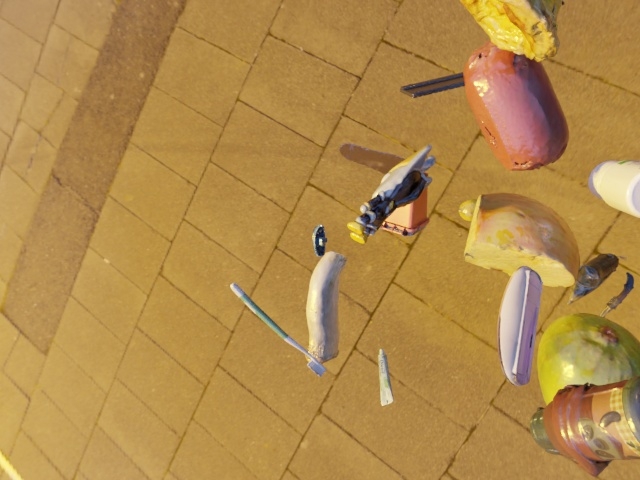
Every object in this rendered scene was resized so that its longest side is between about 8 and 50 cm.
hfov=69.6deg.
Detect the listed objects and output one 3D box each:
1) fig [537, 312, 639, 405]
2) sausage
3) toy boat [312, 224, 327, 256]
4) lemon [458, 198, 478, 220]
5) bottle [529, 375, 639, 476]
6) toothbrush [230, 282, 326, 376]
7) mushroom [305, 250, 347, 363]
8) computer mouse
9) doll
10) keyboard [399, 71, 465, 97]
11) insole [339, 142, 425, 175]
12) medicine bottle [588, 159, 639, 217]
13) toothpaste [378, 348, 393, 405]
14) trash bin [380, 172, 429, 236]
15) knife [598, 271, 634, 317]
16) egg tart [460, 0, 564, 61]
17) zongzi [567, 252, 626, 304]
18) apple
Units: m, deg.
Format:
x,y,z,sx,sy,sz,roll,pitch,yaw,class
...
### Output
x,y,z,sx,sy,sz,roll,pitch,yaw,class
0.719,0.365,1.246,0.258,0.258,0.326,12,119,24,fig
0.388,-0.269,0.918,0.152,0.152,0.280,-24,103,23,sausage
0.000,0.000,1.920,0.060,0.060,0.137,10,104,50,toy boat
0.560,-0.111,1.703,0.110,0.082,0.082,-9,90,-21,lemon
0.506,0.339,0.834,0.271,0.143,0.156,128,153,-56,bottle
-0.081,0.174,0.892,0.257,0.018,0.024,47,69,-11,toothbrush
0.015,0.205,1.396,0.095,0.122,0.351,23,108,58,mushroom
0.411,0.175,0.957,0.056,0.126,0.245,0,73,42,computer mouse
0.200,-0.119,1.235,0.316,0.145,0.103,-46,35,-13,doll
0.370,-0.427,1.224,0.309,0.101,0.018,-16,121,-7,keyboard
0.219,-0.279,1.653,0.327,0.007,0.111,22,143,10,insole
0.822,-0.143,1.219,0.139,0.237,0.139,2,104,7,medicine bottle
0.218,0.459,1.565,0.048,0.029,0.197,-30,41,29,toothpaste
0.328,-0.147,1.788,0.161,0.184,0.239,20,123,34,trash bin
1.070,0.220,1.667,0.045,0.021,0.222,32,108,27,knife
0.296,-0.384,0.722,0.241,0.241,0.106,47,111,16,egg tart
0.979,0.137,1.655,0.084,0.187,0.184,47,146,37,zongzi
0.583,0.005,1.322,0.309,0.314,0.252,13,121,13,apple
